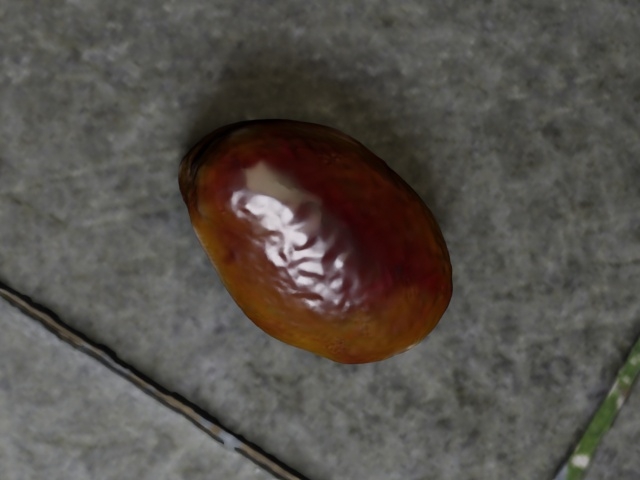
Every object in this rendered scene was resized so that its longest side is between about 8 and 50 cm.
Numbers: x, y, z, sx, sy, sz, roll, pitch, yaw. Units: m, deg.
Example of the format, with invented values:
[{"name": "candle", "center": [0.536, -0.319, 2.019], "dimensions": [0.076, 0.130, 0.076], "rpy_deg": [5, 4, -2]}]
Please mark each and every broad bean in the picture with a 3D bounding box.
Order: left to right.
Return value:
[{"name": "broad bean", "center": [0.000, 0.000, 0.970], "dimensions": [0.114, 0.084, 0.165], "rpy_deg": [-39, 109, 3]}]
